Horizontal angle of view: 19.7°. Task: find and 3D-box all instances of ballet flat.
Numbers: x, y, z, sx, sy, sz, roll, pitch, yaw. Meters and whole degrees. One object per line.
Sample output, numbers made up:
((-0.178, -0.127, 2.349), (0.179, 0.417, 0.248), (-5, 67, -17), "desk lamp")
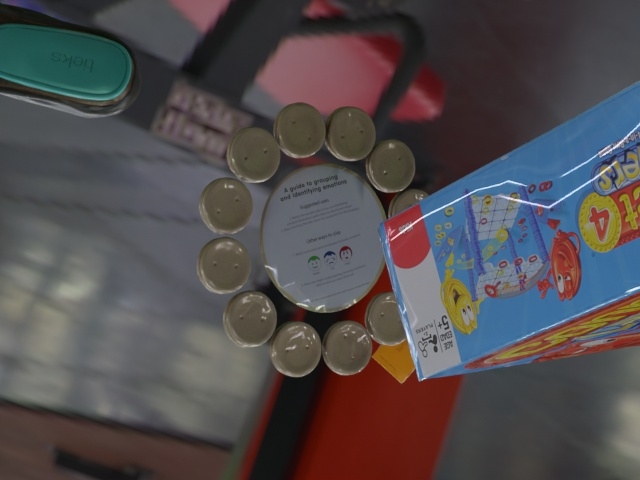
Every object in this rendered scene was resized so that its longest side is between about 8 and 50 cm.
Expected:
((-0.288, -0.160, 1.542), (0.280, 0.095, 0.096), (21, 169, -6), "ballet flat")

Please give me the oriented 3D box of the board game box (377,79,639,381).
((0.239, -0.026, 0.903), (0.301, 0.086, 0.308), (-6, 166, -35), "board game box")

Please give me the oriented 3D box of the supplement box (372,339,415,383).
((0.082, 0.081, 1.581), (0.036, 0.062, 0.098), (41, -169, 2), "supplement box")

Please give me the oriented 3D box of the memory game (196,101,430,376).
((0.000, 0.000, 1.217), (0.186, 0.186, 0.012), (28, 165, -26), "memory game")
